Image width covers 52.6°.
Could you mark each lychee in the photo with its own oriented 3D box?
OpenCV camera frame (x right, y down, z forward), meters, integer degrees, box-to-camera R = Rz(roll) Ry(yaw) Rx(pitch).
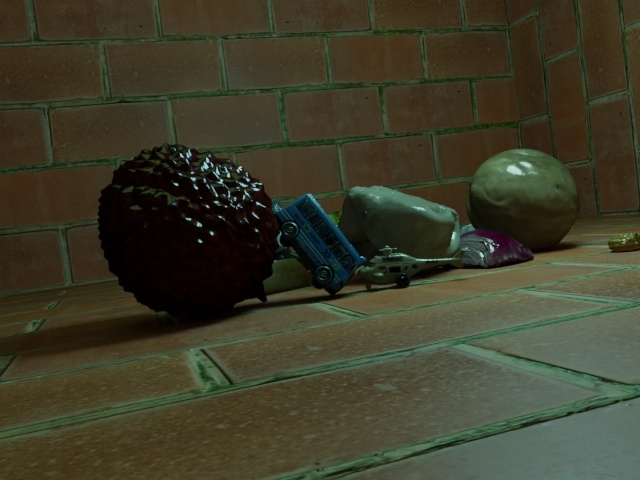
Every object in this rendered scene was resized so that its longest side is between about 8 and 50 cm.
[{"bbox_3d":[-0.292,-0.007,1.557,0.425,0.424,0.500,-5,-38,43],"label":"lychee"}]

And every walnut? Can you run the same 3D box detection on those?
[{"bbox_3d":[0.671,-0.136,2.158,0.382,0.380,0.381,-7,2,0],"label":"walnut"}]

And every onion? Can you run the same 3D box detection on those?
[{"bbox_3d":[0.505,0.017,1.943,0.248,0.111,0.250,-10,2,-31],"label":"onion"}]

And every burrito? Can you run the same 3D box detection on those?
[{"bbox_3d":[0.603,-0.019,2.693,0.139,0.101,0.445,-2,0,-7],"label":"burrito"}]

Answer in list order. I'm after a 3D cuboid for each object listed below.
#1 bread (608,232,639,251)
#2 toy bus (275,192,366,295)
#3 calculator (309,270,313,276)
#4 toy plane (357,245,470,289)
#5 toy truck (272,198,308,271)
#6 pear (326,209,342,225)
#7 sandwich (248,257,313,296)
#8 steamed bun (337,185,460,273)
[{"bbox_3d":[0.857,0.006,1.827,0.083,0.044,0.111,-7,4,35],"label":"bread"},{"bbox_3d":[-0.005,0.011,1.624,0.134,0.246,0.113,-37,-7,-13],"label":"toy bus"},{"bbox_3d":[0.014,0.109,2.151,0.157,0.033,0.236,-9,0,-14],"label":"calculator"},{"bbox_3d":[0.236,0.061,1.649,0.287,0.108,0.092,-5,2,3],"label":"toy plane"},{"bbox_3d":[-0.113,-0.001,2.000,0.136,0.162,0.305,-22,-27,30],"label":"toy truck"},{"bbox_3d":[0.000,0.000,2.756,0.318,0.238,0.342,-20,0,32],"label":"pear"},{"bbox_3d":[-0.133,0.108,1.906,0.258,0.096,0.094,-6,-5,-45],"label":"sandwich"},{"bbox_3d":[0.215,-0.018,1.919,0.368,0.254,0.343,23,13,32],"label":"steamed bun"}]
